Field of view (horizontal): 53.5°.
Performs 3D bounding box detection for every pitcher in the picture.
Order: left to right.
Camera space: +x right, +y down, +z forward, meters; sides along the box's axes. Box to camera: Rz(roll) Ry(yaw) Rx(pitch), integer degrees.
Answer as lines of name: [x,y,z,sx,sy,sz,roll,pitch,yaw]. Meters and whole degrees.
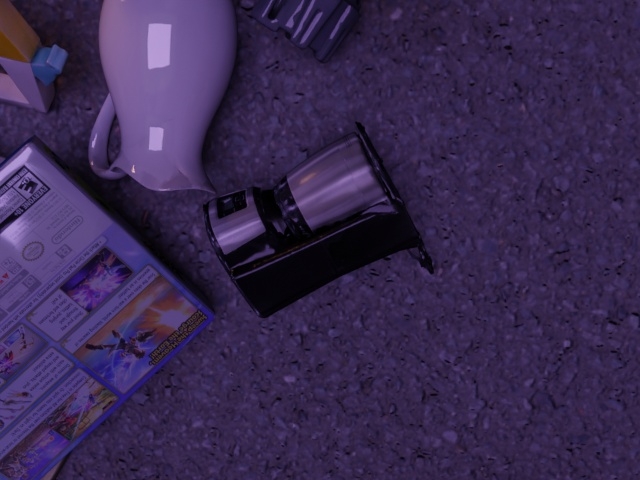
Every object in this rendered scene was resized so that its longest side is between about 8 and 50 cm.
pitcher: [-0.165,-0.155,0.610,0.177,0.125,0.207,9,96,36]

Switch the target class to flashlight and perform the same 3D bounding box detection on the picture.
flashlight: [0.061,-0.310,0.579,0.103,0.103,0.304,33,105,-1]

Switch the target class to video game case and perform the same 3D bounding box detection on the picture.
video game case: [-0.284,0.079,0.617,0.269,0.061,0.244,-42,115,-3]

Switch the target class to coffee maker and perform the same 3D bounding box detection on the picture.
coffee maker: [0.000,0.000,0.621,0.178,0.120,0.171,-27,98,8]

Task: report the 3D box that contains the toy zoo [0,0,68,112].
toy zoo: [-0.374,-0.198,0.578,0.293,0.192,0.030,12,70,2]

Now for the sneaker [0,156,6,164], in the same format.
sneaker: [-0.391,-0.034,0.670,0.256,0.094,0.151,33,141,-23]

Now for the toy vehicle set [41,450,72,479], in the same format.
toy vehicle set: [-0.405,0.182,0.719,0.267,0.035,0.166,33,100,-3]
